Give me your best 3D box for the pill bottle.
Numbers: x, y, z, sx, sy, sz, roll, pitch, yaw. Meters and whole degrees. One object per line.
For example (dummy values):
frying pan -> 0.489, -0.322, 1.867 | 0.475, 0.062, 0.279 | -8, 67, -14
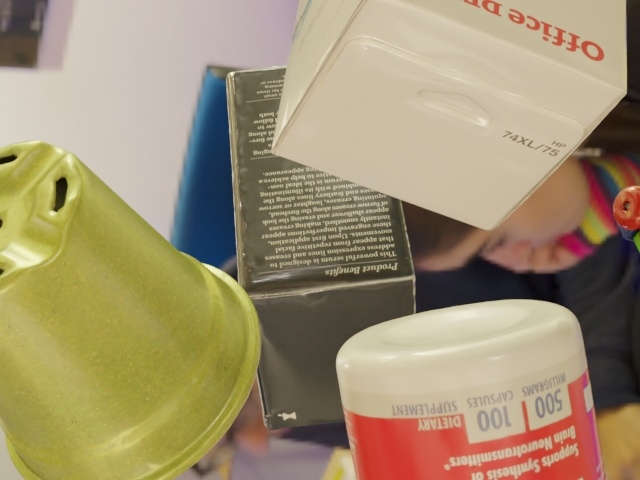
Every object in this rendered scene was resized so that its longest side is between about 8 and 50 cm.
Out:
pill bottle -> 0.159, 0.275, 1.200 | 0.229, 0.229, 0.408 | 3, 105, 65

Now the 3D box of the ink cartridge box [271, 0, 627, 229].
ink cartridge box -> 0.101, -0.189, 0.989 | 0.197, 0.198, 0.270 | 127, 157, -52

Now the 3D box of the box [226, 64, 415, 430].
box -> 0.000, 0.000, 1.715 | 0.293, 0.212, 0.395 | 85, 179, -50

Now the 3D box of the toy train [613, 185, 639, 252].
toy train -> 0.386, -0.041, 1.146 | 0.248, 0.105, 0.143 | -50, 43, 36

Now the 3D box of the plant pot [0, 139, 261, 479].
plant pot -> -0.230, 0.058, 1.158 | 0.254, 0.276, 0.276 | 57, -177, -45
